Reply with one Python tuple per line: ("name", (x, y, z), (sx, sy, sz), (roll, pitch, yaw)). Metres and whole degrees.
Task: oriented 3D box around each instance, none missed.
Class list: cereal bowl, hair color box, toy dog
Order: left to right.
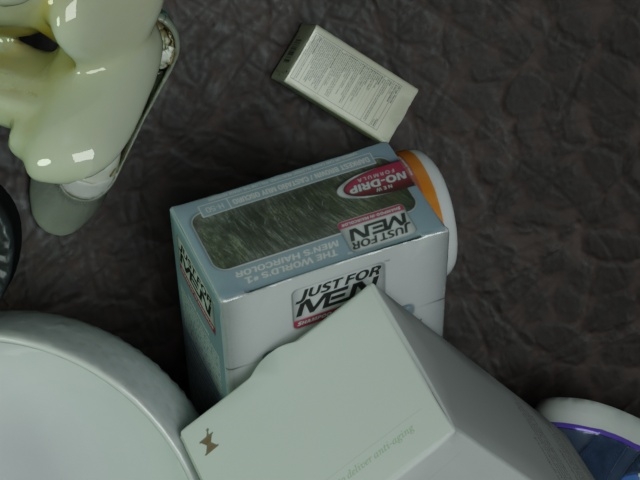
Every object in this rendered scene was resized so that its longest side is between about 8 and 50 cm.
("toy dog", (-0.243, -0.293, 1.166), (0.395, 0.284, 0.408), (-53, 151, -22))
("cereal bowl", (-0.226, 0.204, 1.384), (0.339, 0.141, 0.339), (5, 113, 13))
("hair color box", (-0.007, 0.110, 1.394), (0.185, 0.113, 0.374), (-18, 139, -15))

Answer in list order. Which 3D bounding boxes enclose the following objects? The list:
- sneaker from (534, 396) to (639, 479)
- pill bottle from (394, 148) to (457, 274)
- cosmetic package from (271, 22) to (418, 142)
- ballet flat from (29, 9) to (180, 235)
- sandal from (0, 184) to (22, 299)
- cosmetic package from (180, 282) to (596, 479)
("sneaker", (0.304, 0.304, 1.578), (0.323, 0.130, 0.236), (25, 65, -25))
("pill bottle", (0.000, 0.000, 1.467), (0.216, 0.121, 0.121), (-14, 105, -16))
("cosmetic package", (0.022, -0.138, 1.490), (0.115, 0.041, 0.060), (32, 89, -22))
("ballet flat", (-0.182, -0.100, 1.413), (0.072, 0.068, 0.213), (25, 92, -21))
("sandal", (-0.445, -0.046, 1.273), (0.446, 0.107, 0.167), (20, 107, -9))
("cosmetic package", (0.083, 0.205, 1.341), (0.197, 0.155, 0.365), (-39, 142, 12))
